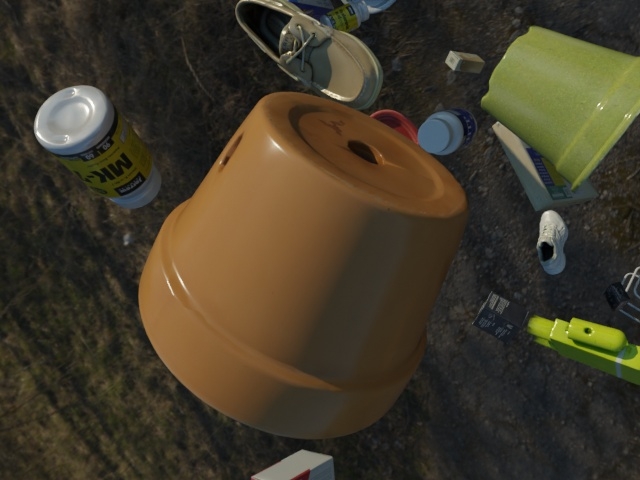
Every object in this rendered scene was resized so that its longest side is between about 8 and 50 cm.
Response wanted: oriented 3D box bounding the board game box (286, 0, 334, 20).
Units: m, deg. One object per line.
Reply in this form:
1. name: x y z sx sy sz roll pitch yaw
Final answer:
1. board game box: -0.097 -0.643 1.130 0.078 0.347 0.233 -25 104 25

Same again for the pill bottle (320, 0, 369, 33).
1. pill bottle: 0.062 -0.562 1.213 0.065 0.116 0.065 59 172 13

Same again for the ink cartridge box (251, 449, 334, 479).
1. ink cartridge box: -0.037 0.450 0.763 0.072 0.127 0.175 -7 86 39

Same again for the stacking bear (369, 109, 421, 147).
1. stacking bear: 0.194 -0.303 1.498 0.175 0.289 0.164 -29 93 3

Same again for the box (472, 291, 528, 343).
1. box: 0.718 0.310 1.912 0.158 0.093 0.156 30 149 17

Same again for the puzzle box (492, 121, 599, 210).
1. puzzle box: 0.675 -0.230 1.413 0.052 0.408 0.272 -33 72 43

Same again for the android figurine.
1. android figurine: 0.564 0.222 0.953 0.272 0.056 0.248 16 166 40

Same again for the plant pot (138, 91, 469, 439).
1. plant pot: 0.000 0.000 0.450 0.290 0.291 0.204 37 122 14

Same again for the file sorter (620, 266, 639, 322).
1. file sorter: 1.200 0.165 1.664 0.173 0.193 0.278 35 158 15

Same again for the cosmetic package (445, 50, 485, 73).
1. cosmetic package: 0.477 -0.587 1.570 0.060 0.115 0.041 62 145 36

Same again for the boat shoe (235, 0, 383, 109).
1. boat shoe: -0.027 -0.307 0.770 0.302 0.098 0.109 46 126 26

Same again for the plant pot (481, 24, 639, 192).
1. plant pot: 0.470 -0.277 0.925 0.254 0.276 0.276 39 131 19

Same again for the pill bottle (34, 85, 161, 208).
1. pill bottle: -0.352 -0.142 0.787 0.119 0.119 0.208 32 165 18

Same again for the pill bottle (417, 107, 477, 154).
1. pill bottle: 0.329 -0.283 1.248 0.111 0.186 0.112 14 115 31

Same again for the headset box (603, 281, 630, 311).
1. headset box: 0.890 0.167 1.432 0.032 0.062 0.083 -16 148 5

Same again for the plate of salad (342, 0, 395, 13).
1. plate of salad: 0.135 -0.735 1.318 0.199 0.048 0.200 2 105 9

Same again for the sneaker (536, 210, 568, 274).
1. sneaker: 0.804 -0.006 1.666 0.090 0.115 0.232 -13 64 41
